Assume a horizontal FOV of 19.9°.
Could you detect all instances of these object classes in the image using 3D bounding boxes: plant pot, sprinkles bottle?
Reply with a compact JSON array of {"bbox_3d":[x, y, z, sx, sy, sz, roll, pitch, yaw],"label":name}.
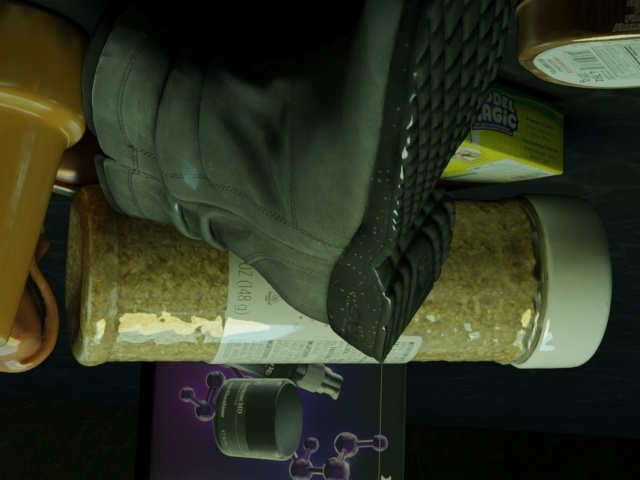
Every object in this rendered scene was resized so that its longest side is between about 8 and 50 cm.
[{"bbox_3d":[-0.244,-0.034,1.092,0.205,0.188,0.205,2,169,0],"label":"plant pot"},{"bbox_3d":[0.012,0.026,1.221,0.355,0.121,0.121,1,170,-15],"label":"sprinkles bottle"}]

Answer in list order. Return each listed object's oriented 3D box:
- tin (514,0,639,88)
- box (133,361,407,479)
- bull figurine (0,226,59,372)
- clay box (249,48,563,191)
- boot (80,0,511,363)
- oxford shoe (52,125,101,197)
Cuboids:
[{"bbox_3d":[0.200,-0.115,1.001,0.190,0.040,0.106,-3,172,23],"label":"tin"},{"bbox_3d":[-0.034,0.056,1.323,0.184,0.261,0.103,4,169,-13],"label":"box"},{"bbox_3d":[-0.359,0.029,1.431,0.310,0.188,0.101,3,168,-5],"label":"bull figurine"},{"bbox_3d":[0.039,-0.079,1.165,0.127,0.053,0.222,-8,164,43],"label":"clay box"},{"bbox_3d":[-0.032,-0.077,0.983,0.223,0.118,0.338,29,143,13],"label":"boot"},{"bbox_3d":[-0.108,-0.074,1.221,0.212,0.076,0.076,0,146,-11],"label":"oxford shoe"}]
